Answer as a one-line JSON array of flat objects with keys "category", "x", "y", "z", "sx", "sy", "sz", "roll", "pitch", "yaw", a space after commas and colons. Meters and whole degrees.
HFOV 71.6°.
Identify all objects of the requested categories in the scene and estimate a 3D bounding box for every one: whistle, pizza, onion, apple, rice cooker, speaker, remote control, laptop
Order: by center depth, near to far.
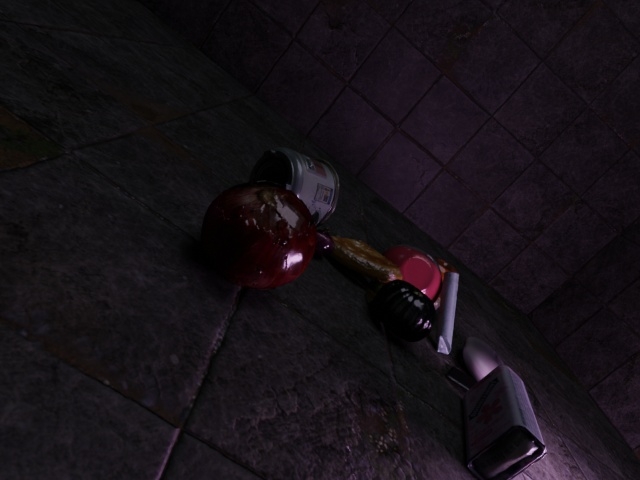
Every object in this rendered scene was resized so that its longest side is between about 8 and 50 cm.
[{"category": "onion", "x": -0.148, "y": -0.012, "z": 1.061, "sx": 0.276, "sy": 0.276, "sz": 0.276, "roll": 36, "pitch": 18, "yaw": -14}, {"category": "laptop", "x": 0.519, "y": 0.498, "z": 1.513, "sx": 0.180, "sy": 0.016, "sz": 0.129, "roll": 31, "pitch": 12, "yaw": 23}, {"category": "rice cooker", "x": -0.085, "y": -0.179, "z": 1.556, "sx": 0.316, "sy": 0.264, "sz": 0.316, "roll": 36, "pitch": 28, "yaw": -23}, {"category": "onion", "x": 0.000, "y": 0.000, "z": 1.557, "sx": 0.115, "sy": 0.104, "sz": 0.115, "roll": 30, "pitch": 0, "yaw": 0}, {"category": "pizza", "x": 0.152, "y": 0.068, "z": 1.682, "sx": 0.335, "sy": 0.086, "sz": 0.226, "roll": 23, "pitch": 19, "yaw": -5}, {"category": "whistle", "x": 0.482, "y": 0.273, "z": 1.691, "sx": 0.062, "sy": 0.312, "sz": 0.062, "roll": 11, "pitch": -18, "yaw": 4}, {"category": "remote control", "x": 0.642, "y": 0.484, "z": 1.724, "sx": 0.221, "sy": 0.103, "sz": 0.332, "roll": 51, "pitch": 19, "yaw": 11}, {"category": "speaker", "x": 0.359, "y": 0.151, "z": 1.824, "sx": 0.294, "sy": 0.294, "sz": 0.294, "roll": 36, "pitch": 18, "yaw": -14}, {"category": "apple", "x": 0.579, "y": 0.180, "z": 2.217, "sx": 0.235, "sy": 0.173, "sz": 0.210, "roll": 18, "pitch": 28, "yaw": -49}]

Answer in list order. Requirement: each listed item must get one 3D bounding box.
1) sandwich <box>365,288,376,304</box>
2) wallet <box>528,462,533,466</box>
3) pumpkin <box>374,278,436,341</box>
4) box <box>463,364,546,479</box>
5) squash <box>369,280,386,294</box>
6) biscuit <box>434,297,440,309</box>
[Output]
[{"category": "sandwich", "x": 0.184, "y": 0.205, "z": 1.563, "sx": 0.044, "sy": 0.031, "sz": 0.083, "roll": 34, "pitch": 18, "yaw": -14}, {"category": "wallet", "x": 0.619, "y": 0.613, "z": 1.474, "sx": 0.243, "sy": 0.039, "sz": 0.133, "roll": 50, "pitch": 21, "yaw": 27}, {"category": "pumpkin", "x": 0.280, "y": 0.232, "z": 1.482, "sx": 0.220, "sy": 0.162, "sz": 0.220, "roll": 34, "pitch": 10, "yaw": -7}, {"category": "box", "x": 0.498, "y": 0.504, "z": 1.238, "sx": 0.112, "sy": 0.190, "sz": 0.369, "roll": 42, "pitch": 18, "yaw": 5}, {"category": "squash", "x": 0.281, "y": 0.235, "z": 1.635, "sx": 0.258, "sy": 0.069, "sz": 0.069, "roll": 44, "pitch": 17, "yaw": 7}, {"category": "biscuit", "x": 0.467, "y": 0.226, "z": 2.028, "sx": 0.179, "sy": 0.084, "sz": 0.281, "roll": 34, "pitch": 20, "yaw": -35}]
